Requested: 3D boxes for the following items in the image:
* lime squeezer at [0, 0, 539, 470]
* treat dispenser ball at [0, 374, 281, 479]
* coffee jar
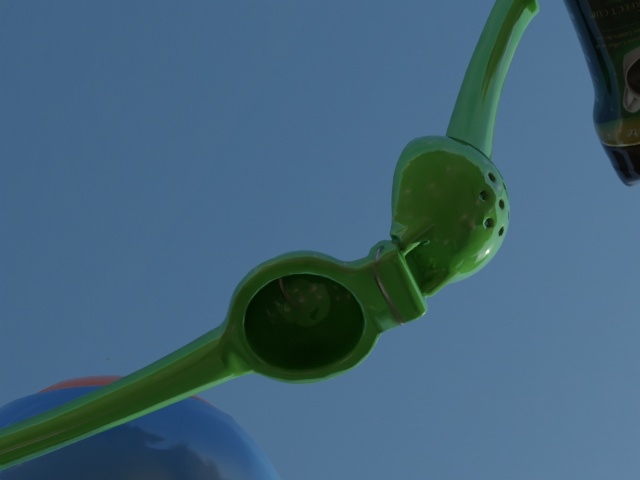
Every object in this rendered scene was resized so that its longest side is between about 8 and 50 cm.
[{"bbox_3d":[0.000,0.000,0.687,0.310,0.059,0.110,-41,-129,-17],"label":"lime squeezer"},{"bbox_3d":[-0.155,0.241,1.312,0.288,0.288,0.288,0,-94,-7],"label":"treat dispenser ball"},{"bbox_3d":[0.198,-0.128,1.093,0.096,0.079,0.184,-16,-70,8],"label":"coffee jar"}]
